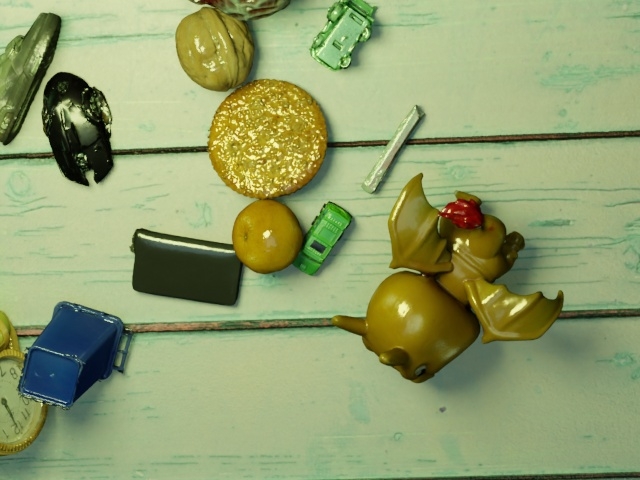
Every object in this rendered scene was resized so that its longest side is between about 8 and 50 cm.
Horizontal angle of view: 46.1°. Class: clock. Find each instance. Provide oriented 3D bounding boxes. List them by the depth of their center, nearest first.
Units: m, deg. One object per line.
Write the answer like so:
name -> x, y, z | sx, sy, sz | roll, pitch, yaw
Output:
clock -> -0.734, 0.316, 1.619 | 0.200, 0.244, 0.317 | -15, 109, 26

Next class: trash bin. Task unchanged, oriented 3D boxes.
trash bin -> -0.518, 0.246, 1.588 | 0.183, 0.234, 0.163 | 17, 103, -2

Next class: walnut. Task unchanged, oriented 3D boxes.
walnut -> -0.205, -0.375, 1.477 | 0.166, 0.149, 0.167 | -2, 95, -26

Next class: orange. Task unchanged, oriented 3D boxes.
orange -> -0.107, -0.007, 1.566 | 0.136, 0.159, 0.159 | 0, 110, -44

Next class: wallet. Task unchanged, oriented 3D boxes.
wallet -> -0.295, 0.060, 1.637 | 0.250, 0.044, 0.149 | 8, 108, -1

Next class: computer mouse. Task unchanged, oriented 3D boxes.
computer mouse -> -0.507, -0.228, 1.551 | 0.146, 0.077, 0.242 | -13, 104, 6

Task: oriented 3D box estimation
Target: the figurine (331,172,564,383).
figurine -> 0.228, 0.085, 1.519 | 0.401, 0.268, 0.387 | 40, 88, -19

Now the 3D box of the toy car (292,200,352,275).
toy car -> 0.000, 0.000, 1.604 | 0.071, 0.062, 0.165 | 33, 103, -7

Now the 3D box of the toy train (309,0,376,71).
toy train -> 0.046, -0.414, 1.495 | 0.099, 0.081, 0.149 | 32, 108, -7

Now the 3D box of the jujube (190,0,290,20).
jujube -> -0.191, -0.532, 1.367 | 0.316, 0.226, 0.226 | 16, 104, -7

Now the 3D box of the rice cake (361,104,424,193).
rice cake -> 0.152, -0.189, 1.568 | 0.033, 0.033, 0.208 | 33, 102, 3

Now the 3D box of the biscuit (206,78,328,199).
biscuit -> -0.108, -0.207, 1.536 | 0.253, 0.035, 0.254 | 0, 88, 3

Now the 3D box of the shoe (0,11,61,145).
shoe -> -0.636, -0.345, 1.504 | 0.149, 0.109, 0.293 | 27, 108, -11
